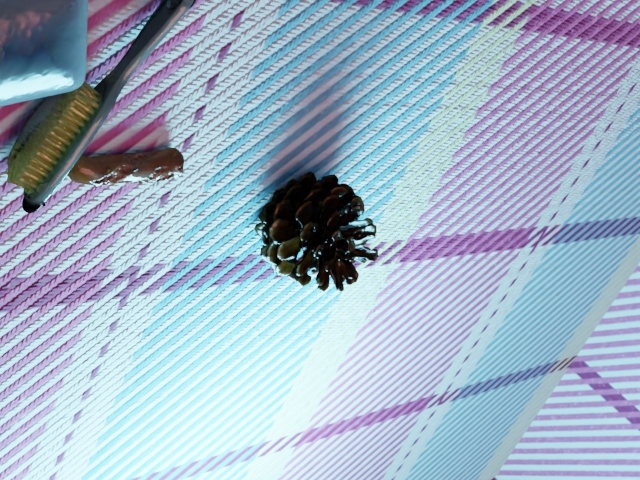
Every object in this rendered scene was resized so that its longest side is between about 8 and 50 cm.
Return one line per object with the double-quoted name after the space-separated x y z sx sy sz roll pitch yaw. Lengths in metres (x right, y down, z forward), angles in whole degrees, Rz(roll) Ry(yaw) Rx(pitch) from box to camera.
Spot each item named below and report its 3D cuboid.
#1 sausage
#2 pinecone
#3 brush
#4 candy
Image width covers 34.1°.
-0.226 -0.085 1.204 0.158 0.042 0.036 -6 169 -43 "sausage"
0.004 -0.004 1.434 0.163 0.165 0.163 -20 128 -28 "pinecone"
-0.240 -0.160 1.089 0.060 0.068 0.297 36 94 -36 "brush"
-0.300 -0.184 0.968 0.174 0.071 0.138 -19 138 -32 "candy"
